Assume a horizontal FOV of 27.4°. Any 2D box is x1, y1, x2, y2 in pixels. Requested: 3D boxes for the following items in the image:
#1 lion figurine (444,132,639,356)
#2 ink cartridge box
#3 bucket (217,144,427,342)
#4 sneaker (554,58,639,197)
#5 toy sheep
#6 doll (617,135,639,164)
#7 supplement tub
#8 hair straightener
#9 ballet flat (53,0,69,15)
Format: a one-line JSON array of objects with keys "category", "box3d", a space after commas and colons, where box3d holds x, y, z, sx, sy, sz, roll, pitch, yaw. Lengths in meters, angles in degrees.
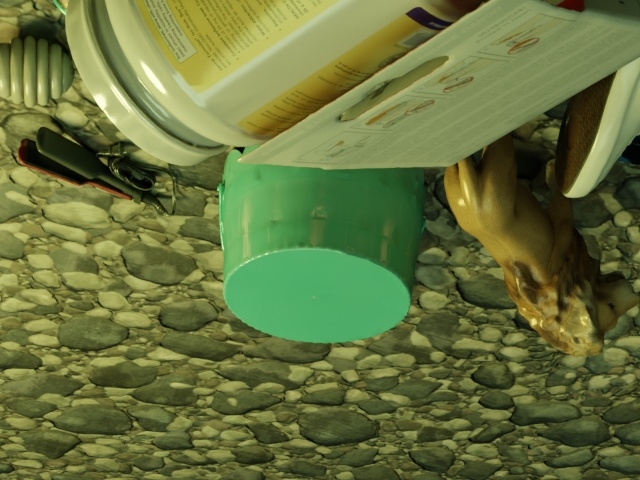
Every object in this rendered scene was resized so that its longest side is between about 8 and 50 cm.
[{"category": "lion figurine", "box3d": [0.229, -0.030, 1.567, 0.142, 0.240, 0.392, -23, 138, 36]}, {"category": "ink cartridge box", "box3d": [0.131, -0.171, 1.239, 0.308, 0.091, 0.385, -29, 166, 33]}, {"category": "bucket", "box3d": [0.000, 0.000, 1.695, 0.281, 0.183, 0.281, 3, 148, 2]}, {"category": "sneaker", "box3d": [0.354, -0.156, 1.435, 0.123, 0.106, 0.290, 8, 131, -15]}, {"category": "toy sheep", "box3d": [-0.334, -0.196, 1.529, 0.132, 0.091, 0.091, -5, 149, -11]}, {"category": "doll", "box3d": [0.395, -0.129, 1.570, 0.129, 0.046, 0.189, -7, 145, 20]}, {"category": "supplement tub", "box3d": [-0.042, -0.233, 1.184, 0.331, 0.241, 0.241, -29, 135, 27]}, {"category": "hair straightener", "box3d": [-0.276, -0.088, 1.719, 0.230, 0.047, 0.089, 29, 141, -33]}, {"category": "ballet flat", "box3d": [-0.147, -0.219, 1.453, 0.106, 0.107, 0.316, -36, 132, 28]}]
